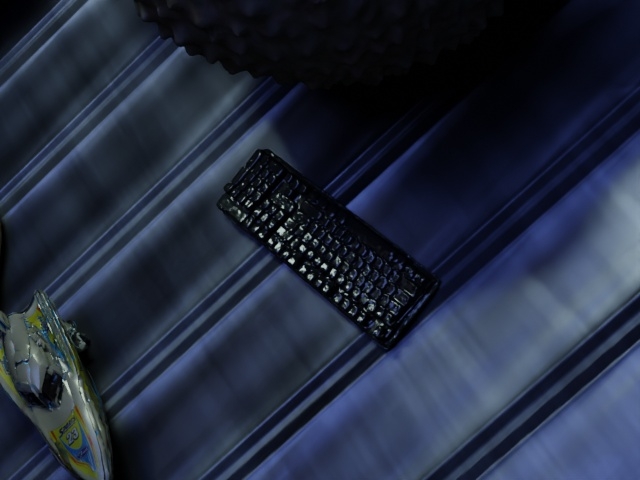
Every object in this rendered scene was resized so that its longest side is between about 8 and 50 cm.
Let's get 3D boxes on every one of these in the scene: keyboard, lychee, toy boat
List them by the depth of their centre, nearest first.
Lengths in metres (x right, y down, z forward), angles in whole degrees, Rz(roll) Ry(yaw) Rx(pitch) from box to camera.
[{"bbox_3d":[-0.007,-0.307,1.195,0.380,0.380,0.432,-63,25,-5],"label":"lychee"},{"bbox_3d":[0.000,0.000,1.271,0.231,0.023,0.072,39,91,36],"label":"keyboard"},{"bbox_3d":[-0.225,0.136,1.327,0.084,0.066,0.210,-44,55,11],"label":"toy boat"}]
